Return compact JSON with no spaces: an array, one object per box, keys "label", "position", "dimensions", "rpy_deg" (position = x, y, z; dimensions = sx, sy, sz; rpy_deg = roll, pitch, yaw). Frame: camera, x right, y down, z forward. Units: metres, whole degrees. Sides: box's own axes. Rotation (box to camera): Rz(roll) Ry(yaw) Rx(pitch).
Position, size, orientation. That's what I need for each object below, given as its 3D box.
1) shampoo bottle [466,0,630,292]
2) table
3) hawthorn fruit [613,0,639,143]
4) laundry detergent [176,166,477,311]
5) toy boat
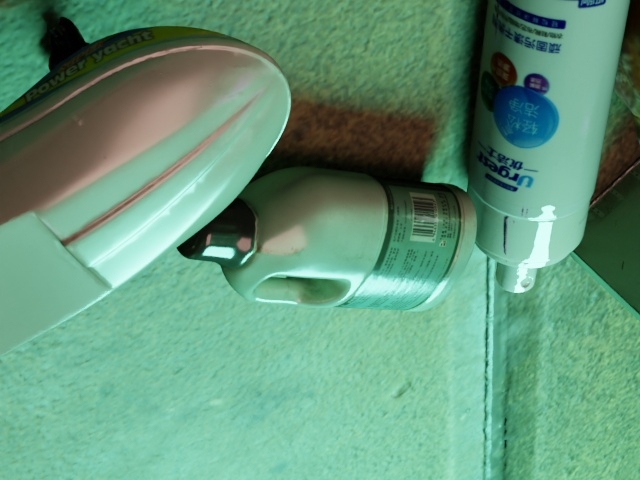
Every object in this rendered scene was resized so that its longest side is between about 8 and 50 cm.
[{"label":"shampoo bottle","position":[0.147,-0.084,1.183],"dimensions":[0.092,0.092,0.303],"rpy_deg":[-21,138,-25]},{"label":"table","position":[0.323,-0.027,1.360],"dimensions":[0.240,0.121,0.111],"rpy_deg":[-42,141,1]},{"label":"hawthorn fruit","position":[0.333,-0.142,1.187],"dimensions":[0.271,0.242,0.242],"rpy_deg":[-43,142,-3]},{"label":"laundry detergent","position":[0.000,0.000,1.153],"dimensions":[0.225,0.070,0.099],"rpy_deg":[3,130,-43]},{"label":"toy boat","position":[-0.148,-0.031,0.947],"dimensions":[0.269,0.141,0.141],"rpy_deg":[-40,142,-1]}]
